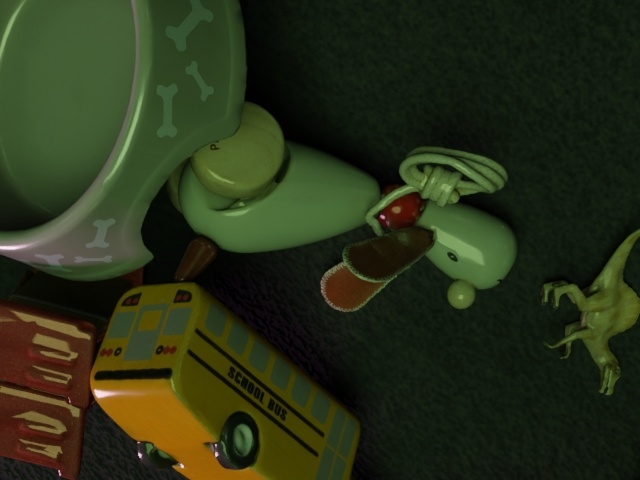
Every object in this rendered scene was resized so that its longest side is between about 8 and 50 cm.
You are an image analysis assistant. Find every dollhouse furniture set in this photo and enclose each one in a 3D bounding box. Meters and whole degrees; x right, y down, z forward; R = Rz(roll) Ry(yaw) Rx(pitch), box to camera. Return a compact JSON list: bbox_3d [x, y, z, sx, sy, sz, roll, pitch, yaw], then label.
[{"bbox_3d":[-0.369,0.072,1.347,0.374,0.201,0.152,14,109,4],"label":"dollhouse furniture set"}]

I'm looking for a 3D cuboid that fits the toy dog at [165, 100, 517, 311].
[{"bbox_3d":[0.000,0.000,1.270,0.333,0.220,0.161,14,75,13],"label":"toy dog"}]

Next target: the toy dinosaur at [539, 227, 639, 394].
[{"bbox_3d":[0.256,0.055,1.327,0.092,0.053,0.183,2,116,-7],"label":"toy dinosaur"}]

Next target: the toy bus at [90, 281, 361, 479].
[{"bbox_3d":[-0.064,0.176,1.316,0.108,0.130,0.332,-7,145,36],"label":"toy bus"}]

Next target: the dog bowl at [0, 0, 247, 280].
[{"bbox_3d":[-0.228,-0.140,1.226,0.348,0.102,0.349,-3,85,35],"label":"dog bowl"}]
